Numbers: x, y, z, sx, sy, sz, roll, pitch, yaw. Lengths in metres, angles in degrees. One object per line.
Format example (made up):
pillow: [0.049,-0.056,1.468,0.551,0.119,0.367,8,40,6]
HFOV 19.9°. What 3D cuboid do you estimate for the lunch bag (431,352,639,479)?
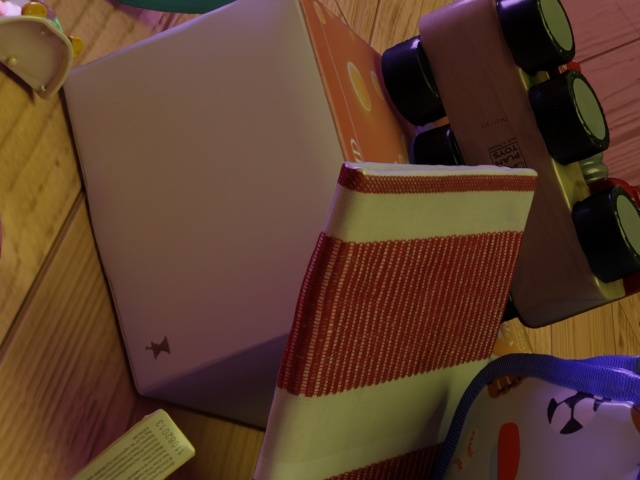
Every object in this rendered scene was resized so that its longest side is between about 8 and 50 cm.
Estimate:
lunch bag: [0.158,0.246,1.045,0.385,0.239,0.328,45,62,-76]

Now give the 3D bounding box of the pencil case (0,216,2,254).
pencil case: [-0.212,-0.020,0.721,0.209,0.095,0.098,27,79,-69]

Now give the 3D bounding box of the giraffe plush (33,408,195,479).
giraffe plush: [-0.147,0.130,0.656,0.170,0.210,0.181,125,-57,-75]

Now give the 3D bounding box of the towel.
towel: [0.022,0.114,1.006,0.237,0.037,0.329,-5,112,-62]

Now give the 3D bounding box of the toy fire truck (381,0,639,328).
toy fire truck: [0.151,-0.052,1.262,0.246,0.158,0.217,-6,74,-63]

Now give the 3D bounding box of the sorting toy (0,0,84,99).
sorting toy: [-0.181,-0.136,1.064,0.075,0.045,0.083,56,8,33]

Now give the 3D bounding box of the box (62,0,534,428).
box: [0.000,0.000,1.223,0.345,0.168,0.215,28,44,-65]

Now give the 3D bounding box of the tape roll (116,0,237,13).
tape roll: [-0.024,-0.260,1.198,0.321,0.321,0.077,30,41,-64]
